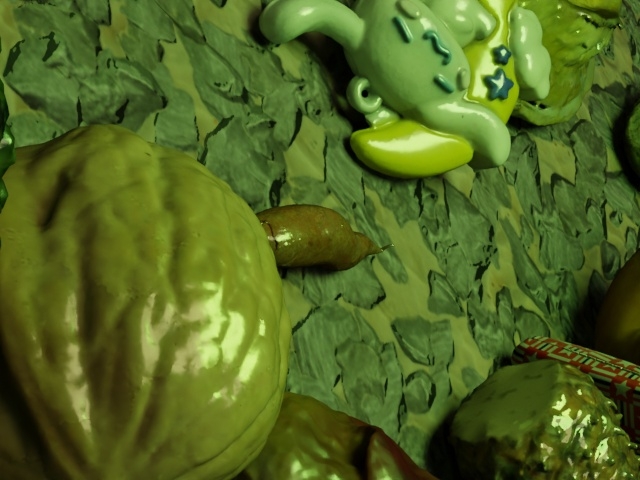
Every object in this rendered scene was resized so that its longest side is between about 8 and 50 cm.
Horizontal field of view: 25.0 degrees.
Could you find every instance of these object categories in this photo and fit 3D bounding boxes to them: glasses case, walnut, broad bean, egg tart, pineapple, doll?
[{"bbox_3d":[0.254,0.138,1.273,0.049,0.194,0.073,-26,120,-36],"label":"glasses case"},{"bbox_3d":[-0.125,0.057,0.814,0.225,0.225,0.261,38,21,-31],"label":"walnut"},{"bbox_3d":[0.028,0.195,1.013,0.228,0.122,0.156,49,39,-26],"label":"broad bean"},{"bbox_3d":[0.212,-0.288,1.519,0.345,0.132,0.345,30,46,-37],"label":"egg tart"},{"bbox_3d":[0.237,0.248,1.214,0.141,0.170,0.310,-43,111,-24],"label":"pineapple"},{"bbox_3d":[0.094,-0.168,1.295,0.237,0.111,0.252,-43,113,-18],"label":"doll"}]

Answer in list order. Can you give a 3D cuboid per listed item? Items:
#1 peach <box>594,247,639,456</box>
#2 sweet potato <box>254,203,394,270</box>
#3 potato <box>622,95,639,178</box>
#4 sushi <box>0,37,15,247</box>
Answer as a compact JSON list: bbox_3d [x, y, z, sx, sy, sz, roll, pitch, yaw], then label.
[{"bbox_3d":[0.435,0.123,1.368,0.302,0.343,0.342,34,45,-19],"label":"peach"},{"bbox_3d":[0.000,0.000,1.153,0.195,0.056,0.056,11,61,-52],"label":"sweet potato"},{"bbox_3d":[0.438,-0.131,1.712,0.251,0.113,0.149,-29,96,-55],"label":"potato"},{"bbox_3d":[-0.298,-0.037,0.609,0.294,0.178,0.352,28,35,17],"label":"sushi"}]
